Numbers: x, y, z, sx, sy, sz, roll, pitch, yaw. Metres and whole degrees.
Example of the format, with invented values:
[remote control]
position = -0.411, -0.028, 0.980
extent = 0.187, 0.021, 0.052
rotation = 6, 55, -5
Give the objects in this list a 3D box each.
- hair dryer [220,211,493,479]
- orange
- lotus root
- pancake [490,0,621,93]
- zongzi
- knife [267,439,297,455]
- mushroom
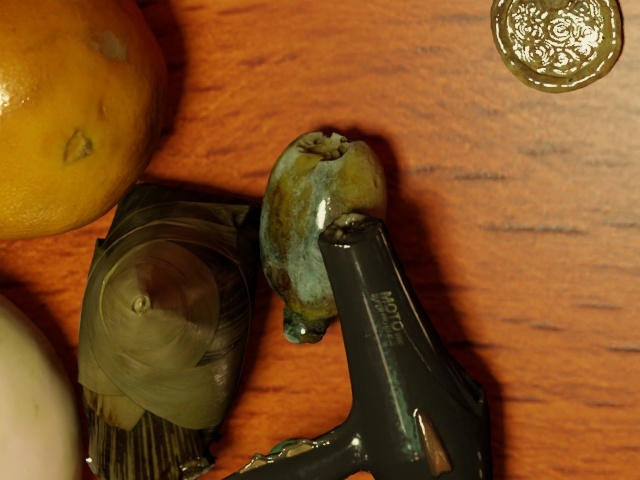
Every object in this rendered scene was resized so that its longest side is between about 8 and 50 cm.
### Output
[hair dryer]
position = -0.038, 0.168, 1.487
extent = 0.359, 0.120, 0.303
rotation = -25, 115, -3
[orange]
position = -0.260, -0.126, 1.524
extent = 0.261, 0.261, 0.261
rotation = 6, 106, 23
[lotus root]
position = 0.000, 0.000, 1.532
extent = 0.113, 0.088, 0.192
rotation = 21, 113, 34
[pancake]
position = 0.192, -0.174, 1.442
extent = 0.115, 0.011, 0.115
rotation = 6, 105, 21
[zongzi]
position = -0.149, 0.123, 1.507
extent = 0.154, 0.317, 0.289
rotation = 9, 108, 5
[knife]
position = -0.057, 0.294, 1.670
extent = 0.063, 0.034, 0.260
rotation = 27, 119, 6
[mushroom]
position = -0.413, 0.204, 1.638
extent = 0.353, 0.325, 0.353
rotation = 9, 115, 20
